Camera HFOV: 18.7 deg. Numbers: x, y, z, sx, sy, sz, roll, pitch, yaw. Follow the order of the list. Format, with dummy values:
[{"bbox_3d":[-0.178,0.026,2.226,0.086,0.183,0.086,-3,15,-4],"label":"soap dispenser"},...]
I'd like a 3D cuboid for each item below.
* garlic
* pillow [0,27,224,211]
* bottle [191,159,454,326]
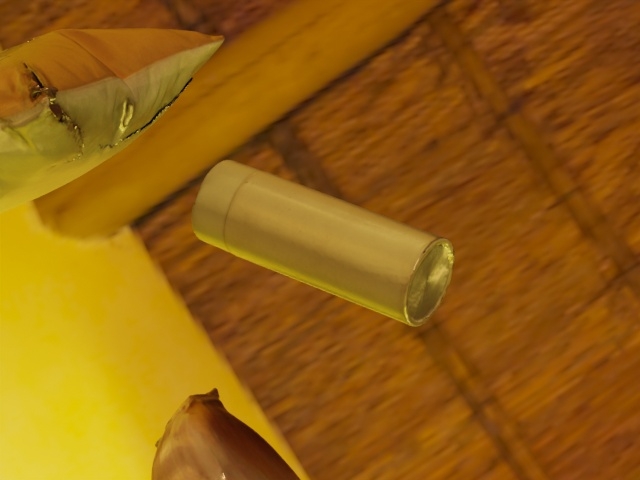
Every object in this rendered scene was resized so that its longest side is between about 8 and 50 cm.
[{"bbox_3d":[-0.060,0.266,1.867,0.266,0.148,0.128,47,-21,4],"label":"garlic"},{"bbox_3d":[-0.264,-0.086,1.592,0.310,0.312,0.119,-26,-89,26],"label":"pillow"},{"bbox_3d":[0.000,0.000,1.498,0.201,0.072,0.072,21,-59,28],"label":"bottle"}]
